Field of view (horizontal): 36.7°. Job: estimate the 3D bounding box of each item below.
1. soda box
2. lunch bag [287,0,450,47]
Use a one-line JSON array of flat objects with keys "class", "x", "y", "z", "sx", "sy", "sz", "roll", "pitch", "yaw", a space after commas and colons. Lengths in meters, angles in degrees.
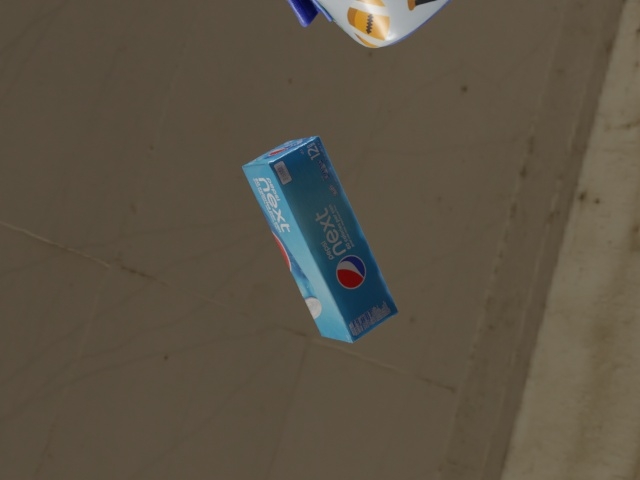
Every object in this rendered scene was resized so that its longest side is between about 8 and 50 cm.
[{"class": "soda box", "x": 0.000, "y": 0.000, "z": 1.016, "sx": 0.067, "sy": 0.071, "sz": 0.210, "roll": -30, "pitch": -75, "yaw": -24}, {"class": "lunch bag", "x": 0.053, "y": -0.267, "z": 0.669, "sx": 0.243, "sy": 0.303, "sz": 0.115, "roll": -38, "pitch": -58, "yaw": 12}]
